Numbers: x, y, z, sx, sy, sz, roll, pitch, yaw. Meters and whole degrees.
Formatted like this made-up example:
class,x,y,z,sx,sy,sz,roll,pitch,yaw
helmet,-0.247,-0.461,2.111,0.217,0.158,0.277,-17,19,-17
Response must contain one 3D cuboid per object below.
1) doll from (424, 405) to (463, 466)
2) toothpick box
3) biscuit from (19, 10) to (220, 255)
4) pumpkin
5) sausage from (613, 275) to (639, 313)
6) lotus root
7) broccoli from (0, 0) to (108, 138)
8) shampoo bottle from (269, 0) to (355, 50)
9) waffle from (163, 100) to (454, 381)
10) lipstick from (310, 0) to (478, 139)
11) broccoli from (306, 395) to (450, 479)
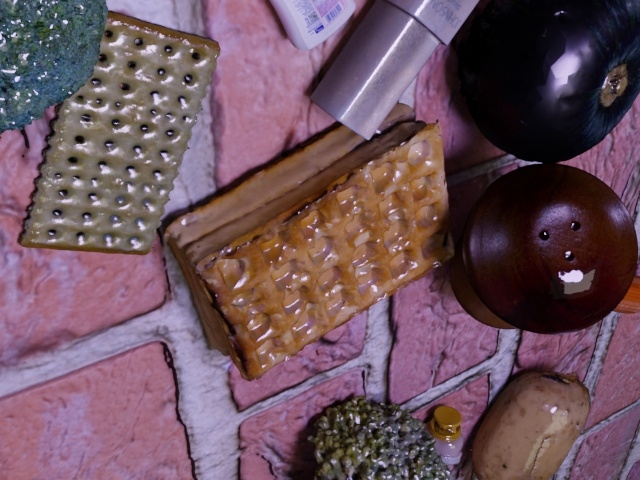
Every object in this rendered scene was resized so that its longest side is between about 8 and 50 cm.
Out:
class,x,y,z,sx,sy,sz,roll,pitch,yaw
doll,0.202,0.328,1.333,0.084,0.073,0.127,-46,149,-52
toothpick box,0.249,0.024,0.975,0.192,0.192,0.294,-38,173,-8
biscuit,-0.180,-0.087,0.739,0.139,0.016,0.231,6,117,-40
pumpkin,0.264,-0.200,0.896,0.233,0.163,0.233,-25,137,-25
sausage,0.460,0.079,1.339,0.234,0.071,0.071,11,114,-42
lotus root,0.359,0.344,1.414,0.160,0.146,0.284,17,104,-24
broccoli,-0.256,-0.167,0.473,0.270,0.270,0.270,35,99,-12
shampoo bottle,-0.017,-0.230,0.736,0.072,0.043,0.099,-43,137,-4
waffle,-0.001,-0.001,0.895,0.308,0.091,0.212,-32,136,-17
lipstick,0.092,-0.222,0.802,0.079,0.077,0.252,24,105,-46
broccoli,0.064,0.324,1.190,0.242,0.273,0.180,37,50,-39
